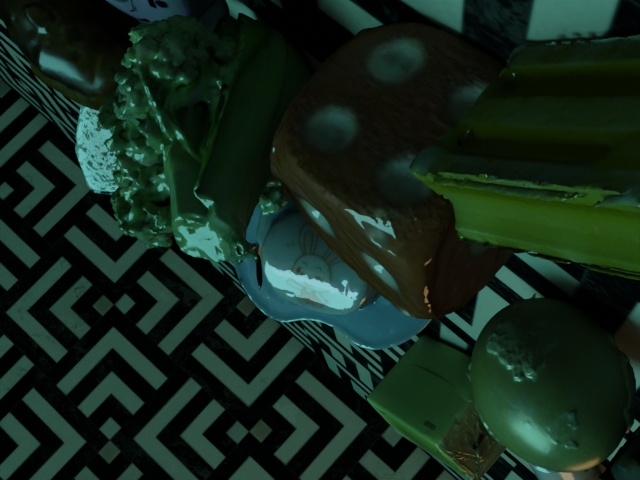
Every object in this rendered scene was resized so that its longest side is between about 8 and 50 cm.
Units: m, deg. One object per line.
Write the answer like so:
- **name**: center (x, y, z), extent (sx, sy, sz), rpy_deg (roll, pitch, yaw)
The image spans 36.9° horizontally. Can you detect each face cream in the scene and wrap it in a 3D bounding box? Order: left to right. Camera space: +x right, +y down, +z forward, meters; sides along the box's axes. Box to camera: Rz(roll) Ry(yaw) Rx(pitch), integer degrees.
- **face cream**: center (0.360, 0.329, 1.441), extent (0.092, 0.092, 0.311), rpy_deg (33, 166, 42)

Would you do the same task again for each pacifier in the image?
- **pacifier**: center (0.035, 0.001, 1.213), extent (0.287, 0.238, 0.226), rpy_deg (11, -170, 19)

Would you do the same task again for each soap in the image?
- **soap**: center (0.165, -0.054, 0.572), extent (0.076, 0.135, 0.233), rpy_deg (48, 167, -24)

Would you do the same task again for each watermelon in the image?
- **watermelon**: center (-0.349, -0.174, 1.732), extent (0.320, 0.213, 0.289), rpy_deg (49, 175, 48)

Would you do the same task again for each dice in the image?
- **dice**: center (0.074, -0.056, 0.786), extent (0.179, 0.174, 0.175), rpy_deg (37, 169, 25)

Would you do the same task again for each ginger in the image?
- **ginger**: center (-0.317, -0.296, 1.163), extent (0.172, 0.165, 0.321), rpy_deg (-23, 101, 34)

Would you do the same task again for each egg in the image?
- **egg**: center (0.235, 0.148, 0.988), extent (0.164, 0.164, 0.201), rpy_deg (50, -168, -32)

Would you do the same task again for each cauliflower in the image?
- **cauliflower**: center (-0.100, -0.073, 0.886), extent (0.256, 0.239, 0.315), rpy_deg (79, -176, -47)

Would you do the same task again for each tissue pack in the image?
- **tissue pack**: center (0.208, 0.266, 1.560), extent (0.125, 0.159, 0.234), rpy_deg (48, 168, -25)

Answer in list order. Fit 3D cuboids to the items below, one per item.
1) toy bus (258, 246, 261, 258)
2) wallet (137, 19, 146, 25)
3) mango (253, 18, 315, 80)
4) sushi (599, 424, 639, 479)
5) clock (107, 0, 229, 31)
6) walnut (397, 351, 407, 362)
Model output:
- **toy bus**: center (-0.110, -0.095, 1.292), extent (0.167, 0.138, 0.275), rpy_deg (56, -177, 37)
- **wallet**: center (-0.152, -0.230, 1.126), extent (0.198, 0.031, 0.110), rpy_deg (49, -155, 5)
- **mango**: center (-0.052, -0.158, 1.049), extent (0.178, 0.100, 0.119), rpy_deg (58, 165, -29)
- **sushi**: center (0.417, 0.234, 0.908), extent (0.273, 0.109, 0.134), rpy_deg (28, 164, 3)
- **clock**: center (-0.220, -0.336, 0.932), extent (0.322, 0.113, 0.295), rpy_deg (43, 169, -3)
- **walnut**: center (0.185, 0.237, 1.752), extent (0.092, 0.092, 0.092), rpy_deg (41, 169, 10)
